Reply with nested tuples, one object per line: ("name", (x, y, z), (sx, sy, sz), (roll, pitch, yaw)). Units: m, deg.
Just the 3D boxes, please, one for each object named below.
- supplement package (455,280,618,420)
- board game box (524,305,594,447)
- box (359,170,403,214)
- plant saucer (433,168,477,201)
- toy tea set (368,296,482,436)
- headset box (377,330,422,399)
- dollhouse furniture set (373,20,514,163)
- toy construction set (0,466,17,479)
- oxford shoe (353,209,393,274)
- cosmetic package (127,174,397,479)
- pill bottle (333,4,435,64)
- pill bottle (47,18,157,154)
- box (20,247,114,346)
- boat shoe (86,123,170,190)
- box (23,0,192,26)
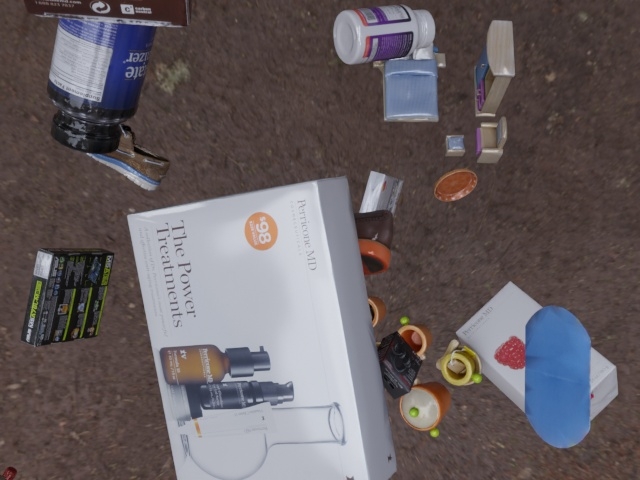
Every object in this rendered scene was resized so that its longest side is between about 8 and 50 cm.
("supplement package", (0.467, 0.266, 1.645), (0.177, 0.175, 0.293), (-43, 54, -5))
("board game box", (0.297, 0.163, 0.914), (0.033, 0.133, 0.168), (1, 88, -17))
("box", (0.137, -0.081, 1.753), (0.038, 0.186, 0.145), (17, 97, 17))
("plant saucer", (0.250, -0.105, 1.410), (0.084, 0.083, 0.013), (-18, 54, 0))
("toy tea set", (0.167, 0.259, 1.624), (0.336, 0.124, 0.199), (32, 111, 25))
("headset box", (0.106, 0.180, 1.081), (0.032, 0.083, 0.062), (-34, 100, 33))
("dollhouse furniture set", (0.265, -0.345, 1.717), (0.304, 0.198, 0.286), (2, 71, 1))
("toy construction set", (-0.722, 0.558, 1.416), (0.257, 0.309, 0.237), (34, 95, 19))
("oxford shoe", (0.000, 0.000, 1.222), (0.272, 0.097, 0.098), (-1, 61, 33))
("cosmetic package", (-0.076, 0.126, 0.961), (0.285, 0.097, 0.377), (-9, 94, 25))
("pill bottle", (0.133, -0.425, 1.553), (0.194, 0.108, 0.108), (-13, 80, -25))
("pill bottle", (-0.296, -0.233, 1.016), (0.123, 0.123, 0.219), (23, 115, 6))
("box", (-0.507, 0.110, 1.532), (0.045, 0.184, 0.190), (15, 96, 21))
("boat shoe", (-0.326, -0.154, 1.221), (0.183, 0.066, 0.066), (32, 104, -33))
("box", (-0.205, -0.345, 0.742), (0.169, 0.167, 0.203), (4, 66, -5))
